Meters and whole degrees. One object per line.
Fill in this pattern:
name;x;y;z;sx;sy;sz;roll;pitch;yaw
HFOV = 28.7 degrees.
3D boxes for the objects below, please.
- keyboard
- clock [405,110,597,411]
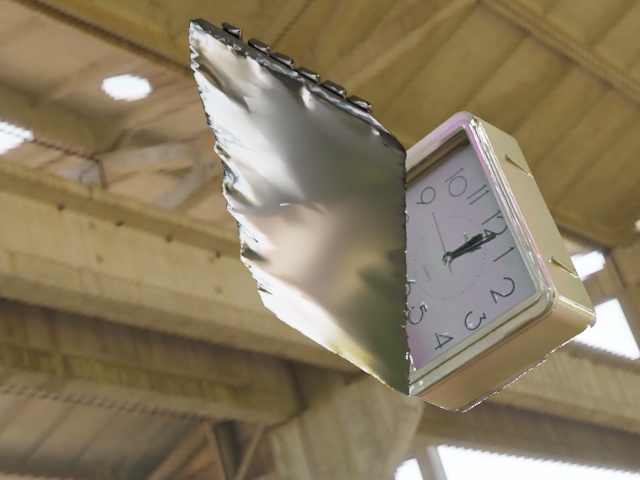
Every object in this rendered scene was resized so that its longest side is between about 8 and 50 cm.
keyboard;0.001;-0.002;0.417;0.015;0.074;0.196;-57;-18;-20
clock;0.109;0.015;0.968;0.147;0.192;0.071;-36;-37;26
